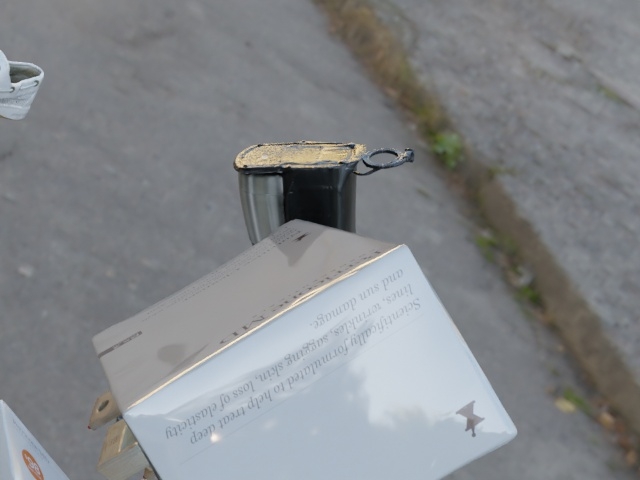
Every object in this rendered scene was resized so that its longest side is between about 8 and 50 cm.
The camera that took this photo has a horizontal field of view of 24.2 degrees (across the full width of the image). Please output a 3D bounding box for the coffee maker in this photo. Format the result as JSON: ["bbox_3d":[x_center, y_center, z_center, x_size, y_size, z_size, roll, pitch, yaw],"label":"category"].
[{"bbox_3d":[0.000,0.000,1.479,0.171,0.178,0.120,8,22,30],"label":"coffee maker"}]

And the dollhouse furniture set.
[{"bbox_3d":[-0.242,0.288,2.060,0.129,0.129,0.183,47,26,-23],"label":"dollhouse furniture set"}]

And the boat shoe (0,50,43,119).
[{"bbox_3d":[-0.494,-0.240,2.153,0.098,0.096,0.277,42,14,13],"label":"boat shoe"}]

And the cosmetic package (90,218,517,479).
[{"bbox_3d":[-0.035,0.104,1.096,0.156,0.217,0.385,60,-10,-7],"label":"cosmetic package"}]

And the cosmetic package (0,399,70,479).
[{"bbox_3d":[-0.298,0.408,1.751,0.377,0.097,0.284,60,-1,-37],"label":"cosmetic package"}]
